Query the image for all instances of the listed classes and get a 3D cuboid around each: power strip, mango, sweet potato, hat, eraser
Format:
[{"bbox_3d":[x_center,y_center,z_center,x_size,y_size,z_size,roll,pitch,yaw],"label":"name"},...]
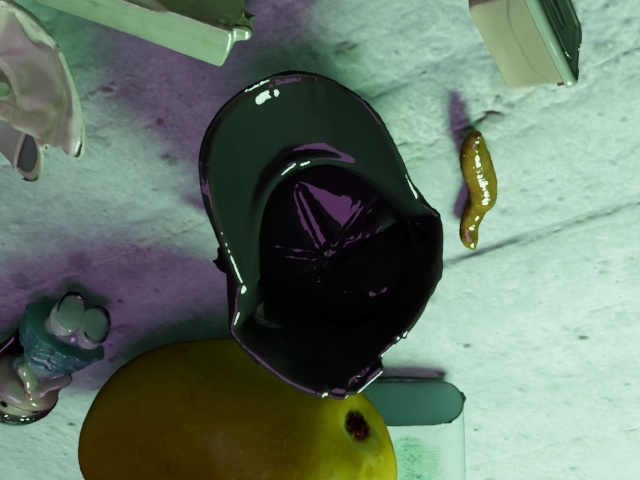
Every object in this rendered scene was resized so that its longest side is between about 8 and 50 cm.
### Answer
[{"bbox_3d":[-0.197,-0.231,0.838,0.286,0.080,0.048,17,136,-10],"label":"power strip"},{"bbox_3d":[-0.119,0.273,1.207,0.445,0.232,0.300,1,102,29],"label":"mango"},{"bbox_3d":[0.167,-0.055,1.006,0.044,0.044,0.179,-1,142,8],"label":"sweet potato"},{"bbox_3d":[-0.329,-0.155,0.911,0.219,0.226,0.164,21,93,-22],"label":"hat"},{"bbox_3d":[-0.011,-0.028,0.996,0.238,0.209,0.336,-21,115,-2],"label":"hat"},{"bbox_3d":[0.118,0.290,1.336,0.174,0.081,0.227,0,135,9],"label":"eraser"}]

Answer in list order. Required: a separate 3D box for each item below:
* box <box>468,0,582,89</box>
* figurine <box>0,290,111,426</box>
[{"bbox_3d":[0.179,-0.195,0.831,0.062,0.089,0.122,-11,134,30],"label":"box"},{"bbox_3d":[-0.373,0.152,1.238,0.138,0.110,0.245,34,125,-23],"label":"figurine"}]
